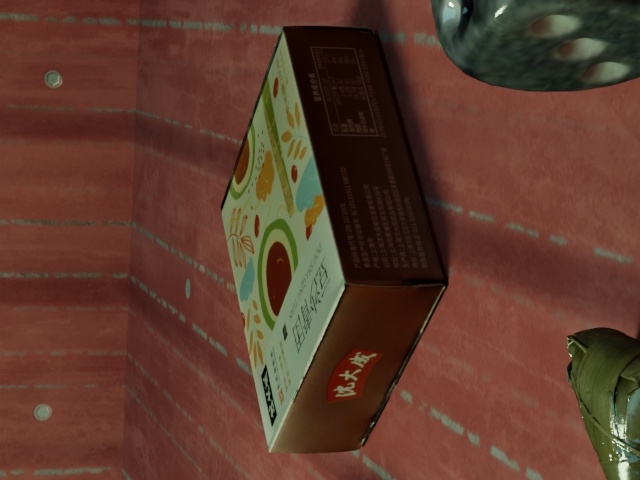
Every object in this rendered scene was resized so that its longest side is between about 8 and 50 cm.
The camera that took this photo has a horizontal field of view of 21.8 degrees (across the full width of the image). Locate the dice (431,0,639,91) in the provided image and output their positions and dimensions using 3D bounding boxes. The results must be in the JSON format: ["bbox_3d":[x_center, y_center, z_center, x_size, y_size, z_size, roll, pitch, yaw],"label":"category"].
[{"bbox_3d":[0.193,-0.227,1.303,0.183,0.182,0.181,131,135,-66],"label":"dice"}]

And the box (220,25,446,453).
[{"bbox_3d":[0.000,0.000,1.982,0.344,0.122,0.385,112,152,-48],"label":"box"}]

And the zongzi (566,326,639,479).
[{"bbox_3d":[0.244,0.164,1.317,0.160,0.078,0.176,-140,49,-73],"label":"zongzi"}]
